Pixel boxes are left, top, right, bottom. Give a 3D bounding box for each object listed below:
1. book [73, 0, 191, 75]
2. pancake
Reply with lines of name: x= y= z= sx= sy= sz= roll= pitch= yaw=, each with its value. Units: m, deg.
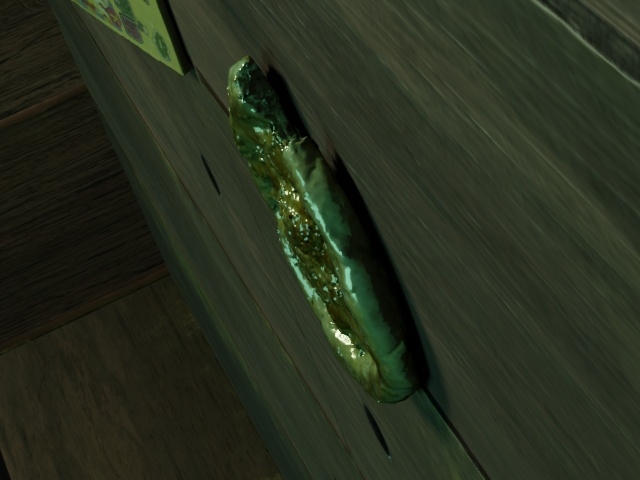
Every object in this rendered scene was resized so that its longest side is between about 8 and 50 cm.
book: x=-0.198 y=-0.250 z=1.699 sx=0.192 sy=0.013 sz=0.168 roll=35 pitch=155 yaw=39
pancake: x=0.000 y=0.000 z=1.234 sx=0.253 sy=0.037 sz=0.253 roll=63 pitch=172 yaw=15
